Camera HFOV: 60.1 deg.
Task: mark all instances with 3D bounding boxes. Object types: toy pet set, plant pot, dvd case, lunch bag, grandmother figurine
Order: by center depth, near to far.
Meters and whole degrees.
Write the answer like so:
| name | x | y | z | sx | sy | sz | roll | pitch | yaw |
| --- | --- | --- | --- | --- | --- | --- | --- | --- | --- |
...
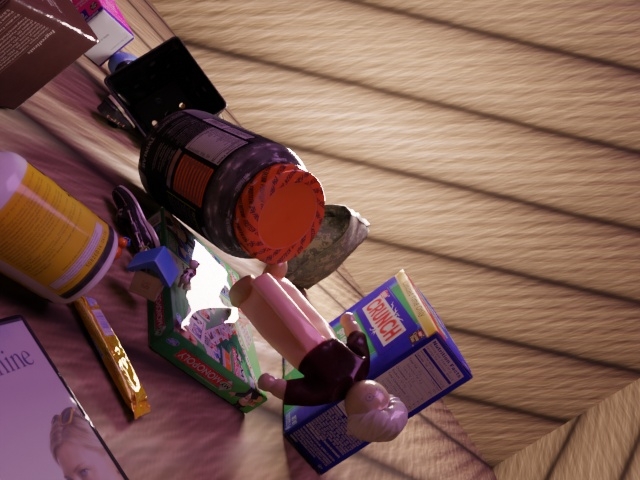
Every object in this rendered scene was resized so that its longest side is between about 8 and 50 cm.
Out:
| name | x | y | z | sx | sy | sz | roll | pitch | yaw |
| --- | --- | --- | --- | --- | --- | --- | --- | --- | --- |
| dvd case | -0.230 | 0.178 | 0.428 | 0.253 | 0.022 | 0.180 | 55 | 8 | 3 |
| toy pet set | -0.230 | 0.023 | 0.768 | 0.122 | 0.065 | 0.114 | 24 | 25 | -8 |
| grandmother figurine | -0.005 | 0.180 | 0.870 | 0.342 | 0.208 | 0.104 | 42 | -27 | 25 |
| plant pot | -0.347 | -0.309 | 1.253 | 0.188 | 0.187 | 0.167 | 54 | -14 | -6 |
| lunch bag | 0.000 | 0.000 | 1.643 | 0.169 | 0.287 | 0.235 | 58 | 9 | 18 |

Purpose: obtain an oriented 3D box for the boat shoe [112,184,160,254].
| name | x | y | z | sx | sy | sz | roll | pitch | yaw |
| --- | --- | --- | --- | --- | --- | --- | --- | --- | --- |
| boat shoe | -0.297 | -0.031 | 0.864 | 0.125 | 0.038 | 0.046 | 57 | -35 | 10 |

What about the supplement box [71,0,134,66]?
| name | x | y | z | sx | sy | sz | roll | pitch | yaw |
| --- | --- | --- | --- | --- | --- | --- | --- | --- | --- |
| supplement box | -0.541 | -0.533 | 1.276 | 0.220 | 0.111 | 0.114 | 57 | 8 | 24 |

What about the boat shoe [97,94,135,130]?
| name | x | y | z | sx | sy | sz | roll | pitch | yaw |
| --- | --- | --- | --- | --- | --- | --- | --- | --- | --- |
| boat shoe | -0.412 | -0.250 | 1.114 | 0.049 | 0.042 | 0.133 | 46 | -7 | 2 |

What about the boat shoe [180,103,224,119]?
| name | x | y | z | sx | sy | sz | roll | pitch | yaw |
| --- | --- | --- | --- | --- | --- | --- | --- | --- | --- |
| boat shoe | -0.335 | -0.307 | 1.541 | 0.120 | 0.122 | 0.324 | 9 | 29 | -42 |

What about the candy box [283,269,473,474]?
| name | x | y | z | sx | sy | sz | roll | pitch | yaw |
| --- | --- | --- | --- | --- | --- | --- | --- | --- | --- |
| candy box | 0.086 | 0.231 | 1.035 | 0.122 | 0.317 | 0.268 | 53 | 7 | -17 |

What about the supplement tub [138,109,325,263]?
| name | x | y | z | sx | sy | sz | roll | pitch | yaw |
| --- | --- | --- | --- | --- | --- | --- | --- | --- | --- |
| supplement tub | -0.161 | -0.098 | 0.983 | 0.338 | 0.207 | 0.207 | 31 | -10 | 41 |

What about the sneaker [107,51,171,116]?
| name | x | y | z | sx | sy | sz | roll | pitch | yaw |
| --- | --- | --- | --- | --- | --- | --- | --- | --- | --- |
| sneaker | -0.430 | -0.374 | 1.381 | 0.090 | 0.081 | 0.232 | 50 | 4 | 25 |

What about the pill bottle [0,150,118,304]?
| name | x | y | z | sx | sy | sz | roll | pitch | yaw |
| --- | --- | --- | --- | --- | --- | --- | --- | --- | --- |
| pill bottle | -0.301 | -0.022 | 0.546 | 0.184 | 0.103 | 0.103 | 49 | 9 | -41 |

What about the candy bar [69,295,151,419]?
| name | x | y | z | sx | sy | sz | roll | pitch | yaw |
| --- | --- | --- | --- | --- | --- | --- | --- | --- | --- |
| candy bar | -0.237 | 0.127 | 0.625 | 0.161 | 0.018 | 0.040 | 56 | 4 | 12 |

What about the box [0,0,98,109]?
| name | x | y | z | sx | sy | sz | roll | pitch | yaw |
| --- | --- | --- | --- | --- | --- | --- | --- | --- | --- |
| box | -0.426 | -0.285 | 0.678 | 0.168 | 0.167 | 0.203 | 54 | 7 | -2 |

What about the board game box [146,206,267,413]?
| name | x | y | z | sx | sy | sz | roll | pitch | yaw |
| --- | --- | --- | --- | --- | --- | --- | --- | --- | --- |
| board game box | -0.192 | 0.103 | 0.904 | 0.213 | 0.046 | 0.317 | 50 | 9 | -37 |
